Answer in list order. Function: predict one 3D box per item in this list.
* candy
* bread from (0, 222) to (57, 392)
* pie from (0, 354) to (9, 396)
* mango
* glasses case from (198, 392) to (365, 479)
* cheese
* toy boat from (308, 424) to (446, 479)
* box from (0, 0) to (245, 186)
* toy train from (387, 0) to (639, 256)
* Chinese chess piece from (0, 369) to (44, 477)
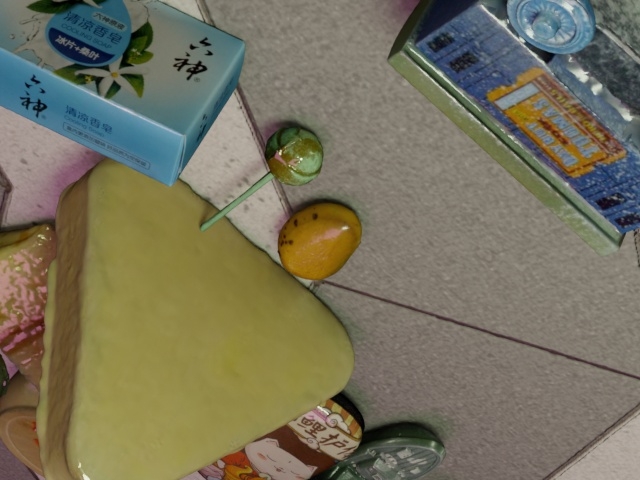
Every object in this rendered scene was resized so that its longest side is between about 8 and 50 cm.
[{"bbox_3d":[-0.070,-0.055,1.286,0.061,0.061,0.202,40,135,-17],"label":"candy"},{"bbox_3d":[-0.341,0.071,1.617,0.178,0.135,0.240,-28,122,8],"label":"bread"},{"bbox_3d":[-0.562,0.082,1.649,0.371,0.078,0.296,45,160,-9],"label":"pie"},{"bbox_3d":[0.000,0.000,1.319,0.079,0.057,0.114,47,135,-12],"label":"mango"},{"bbox_3d":[-0.063,0.265,1.631,0.122,0.082,0.321,41,139,-12],"label":"glasses case"},{"bbox_3d":[-0.173,0.133,1.334,0.384,0.384,0.104,41,144,-17],"label":"cheese"},{"bbox_3d":[0.066,0.293,1.587,0.078,0.085,0.260,43,139,-18],"label":"toy boat"},{"bbox_3d":[-0.206,-0.168,1.176,0.232,0.142,0.083,25,141,3],"label":"box"},{"bbox_3d":[0.217,-0.131,1.000,0.300,0.131,0.202,40,147,-15],"label":"toy train"},{"bbox_3d":[-0.348,0.275,1.794,0.251,0.097,0.251,16,141,13],"label":"Chinese chess piece"}]
